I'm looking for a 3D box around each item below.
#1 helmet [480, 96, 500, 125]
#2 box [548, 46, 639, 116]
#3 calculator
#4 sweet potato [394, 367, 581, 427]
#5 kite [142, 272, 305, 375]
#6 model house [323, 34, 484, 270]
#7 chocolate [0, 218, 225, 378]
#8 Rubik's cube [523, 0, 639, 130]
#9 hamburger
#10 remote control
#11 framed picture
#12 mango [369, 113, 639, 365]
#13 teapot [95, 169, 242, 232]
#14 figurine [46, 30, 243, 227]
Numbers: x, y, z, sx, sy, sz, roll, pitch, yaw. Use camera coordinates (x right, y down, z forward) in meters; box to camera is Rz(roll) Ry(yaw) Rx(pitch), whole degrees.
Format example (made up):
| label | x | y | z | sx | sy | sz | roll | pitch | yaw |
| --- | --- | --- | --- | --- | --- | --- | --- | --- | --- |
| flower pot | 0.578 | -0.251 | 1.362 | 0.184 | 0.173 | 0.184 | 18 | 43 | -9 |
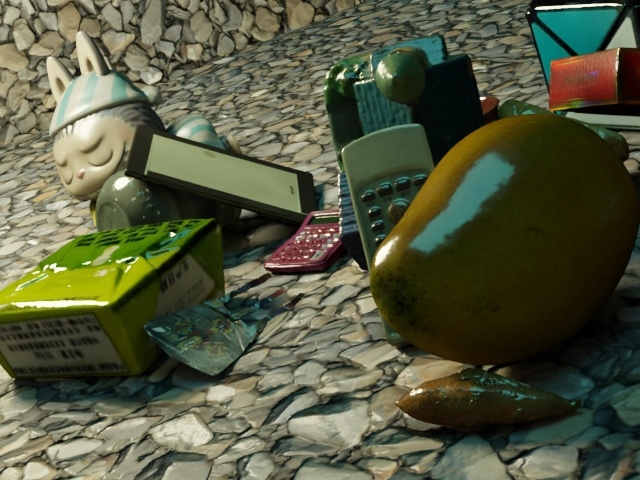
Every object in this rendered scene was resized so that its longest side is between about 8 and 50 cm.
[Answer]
| label | x | y | z | sx | sy | sz | roll | pitch | yaw |
| --- | --- | --- | --- | --- | --- | --- | --- | --- | --- |
| helmet | 0.242 | -0.170 | 2.055 | 0.175 | 0.106 | 0.155 | -19 | 17 | 8 |
| box | 0.534 | -0.236 | 1.806 | 0.313 | 0.089 | 0.197 | 1 | 3 | -19 |
| calculator | 0.000 | 0.000 | 1.916 | 0.126 | 0.034 | 0.190 | -2 | 30 | 35 |
| sweet potato | 0.176 | 0.171 | 1.272 | 0.206 | 0.060 | 0.068 | 3 | 64 | 22 |
| kite | -0.127 | 0.111 | 1.675 | 0.141 | 0.015 | 0.245 | 34 | 42 | 26 |
| model house | 0.121 | -0.124 | 1.719 | 0.245 | 0.312 | 0.280 | -9 | 15 | 14 |
| chocolate | -0.325 | 0.091 | 1.791 | 0.301 | 0.137 | 0.289 | -6 | 22 | 31 |
| Rubik's cube | 0.548 | -0.345 | 2.065 | 0.250 | 0.248 | 0.246 | -31 | 23 | -30 |
| hamburger | 0.356 | -0.139 | 1.763 | 0.213 | 0.108 | 0.214 | 23 | 10 | -4 |
| remote control | 0.111 | -0.011 | 1.527 | 0.123 | 0.285 | 0.038 | -15 | -16 | 11 |
| framed picture | -0.171 | -0.117 | 2.099 | 0.347 | 0.016 | 0.265 | 15 | 21 | -11 |
| mango | 0.219 | 0.004 | 1.390 | 0.378 | 0.264 | 0.221 | -34 | -3 | -32 |
| teapot | -0.266 | -0.050 | 2.092 | 0.183 | 0.183 | 0.251 | 3 | 16 | 45 |
| figurine | -0.391 | -0.259 | 2.433 | 0.361 | 0.378 | 0.266 | -27 | 22 | -21 |
